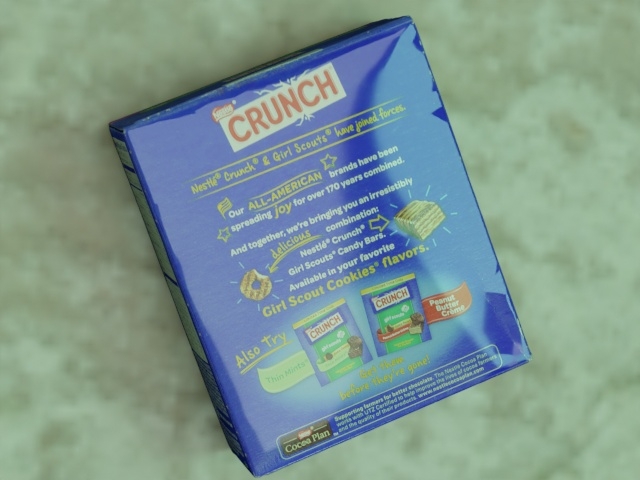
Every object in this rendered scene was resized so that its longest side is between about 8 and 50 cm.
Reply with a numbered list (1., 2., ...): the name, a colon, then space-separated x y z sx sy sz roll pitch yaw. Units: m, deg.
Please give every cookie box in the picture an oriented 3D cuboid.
1. cookie box: 0.000 0.000 0.557 0.092 0.040 0.107 -22 100 -12
